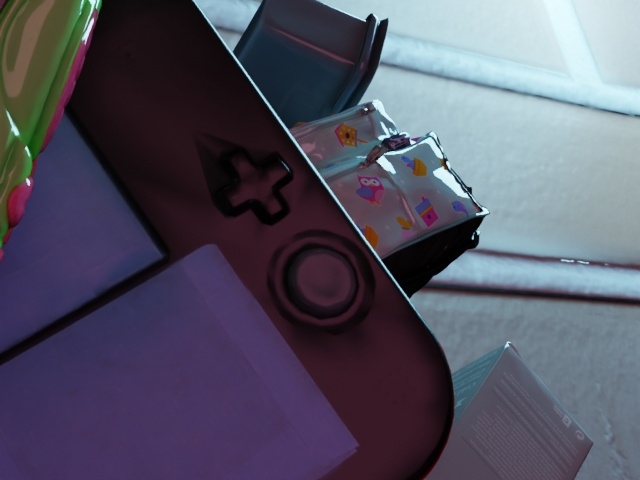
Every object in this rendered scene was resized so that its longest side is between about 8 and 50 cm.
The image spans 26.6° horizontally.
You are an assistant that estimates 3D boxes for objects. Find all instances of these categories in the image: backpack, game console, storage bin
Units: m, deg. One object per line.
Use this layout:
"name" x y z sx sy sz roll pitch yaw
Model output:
"backpack" 0.000 0.000 0.915 0.144 0.166 0.188 53 39 2
"game console" -0.149 0.061 0.719 0.386 0.060 0.342 -31 85 -25
"storage bin" -0.023 -0.119 1.013 0.091 0.135 0.098 25 47 -12

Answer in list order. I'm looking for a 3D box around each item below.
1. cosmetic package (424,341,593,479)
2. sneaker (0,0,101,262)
"cosmetic package" 0.070 0.186 0.878 0.107 0.127 0.238 50 40 -2
"sneaker" -0.201 -0.154 0.664 0.202 0.185 0.483 23 62 -15
